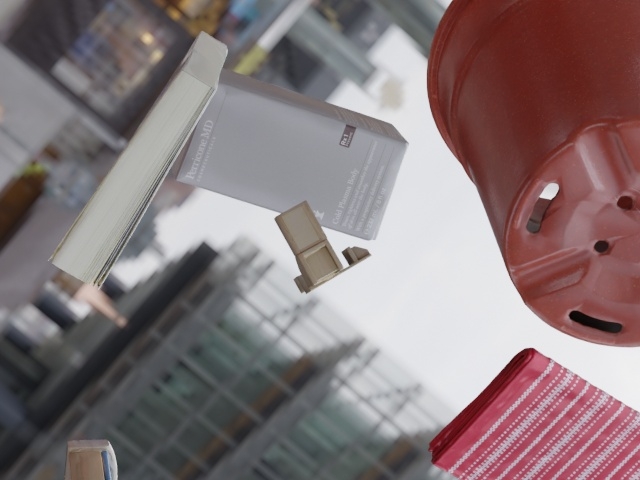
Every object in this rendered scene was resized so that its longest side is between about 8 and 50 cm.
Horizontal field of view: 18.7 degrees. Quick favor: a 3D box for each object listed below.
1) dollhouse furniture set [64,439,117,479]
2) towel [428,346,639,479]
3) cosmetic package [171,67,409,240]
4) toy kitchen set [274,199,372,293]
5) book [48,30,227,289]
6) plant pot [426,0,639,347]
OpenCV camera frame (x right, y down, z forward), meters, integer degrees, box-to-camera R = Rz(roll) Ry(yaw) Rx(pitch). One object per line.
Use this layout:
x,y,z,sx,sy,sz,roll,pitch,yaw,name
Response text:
-0.122,0.365,2.103,0.198,0.303,0.286,-105,-160,-49,dollhouse furniture set
0.290,0.255,2.393,0.199,0.275,0.031,-49,-152,19,towel
-0.038,-0.099,2.159,0.107,0.238,0.127,-123,-130,-69,cosmetic package
0.000,0.000,1.825,0.068,0.075,0.083,-29,178,-12,toy kitchen set
-0.106,-0.052,1.166,0.144,0.035,0.096,-56,-171,19,book
0.229,-0.072,1.522,0.272,0.272,0.265,-46,-157,23,plant pot
